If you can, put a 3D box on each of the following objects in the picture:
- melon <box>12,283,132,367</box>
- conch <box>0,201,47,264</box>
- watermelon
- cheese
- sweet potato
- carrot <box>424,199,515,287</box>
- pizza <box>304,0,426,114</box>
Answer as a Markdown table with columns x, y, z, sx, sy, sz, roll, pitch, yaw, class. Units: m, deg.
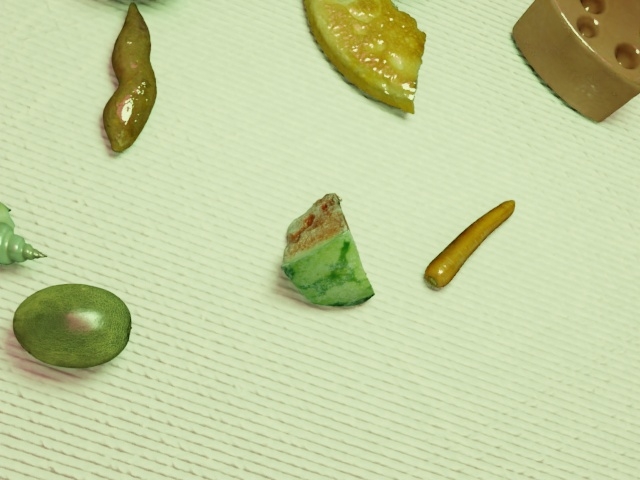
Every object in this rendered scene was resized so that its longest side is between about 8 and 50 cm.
| x | y | z | sx | sy | sz | roll | pitch | yaw | class |
| --- | --- | --- | --- | --- | --- | --- | --- | --- | --- |
| -0.279 | 0.097 | 0.901 | 0.130 | 0.098 | 0.098 | 1 | 71 | -6 | melon |
| -0.398 | -0.014 | 0.928 | 0.180 | 0.065 | 0.088 | 19 | 69 | 3 | conch |
| -0.002 | 0.001 | 0.997 | 0.098 | 0.121 | 0.158 | -16 | 70 | 5 | watermelon |
| 0.412 | -0.274 | 1.181 | 0.203 | 0.128 | 0.177 | -10 | 76 | -20 | cheese |
| -0.244 | -0.214 | 1.041 | 0.065 | 0.051 | 0.218 | 6 | 70 | -9 | sweet potato |
| 0.208 | -0.003 | 1.081 | 0.037 | 0.037 | 0.190 | 46 | 67 | 5 | carrot |
| 0.064 | -0.296 | 1.139 | 0.134 | 0.056 | 0.271 | -41 | 81 | -19 | pizza |
